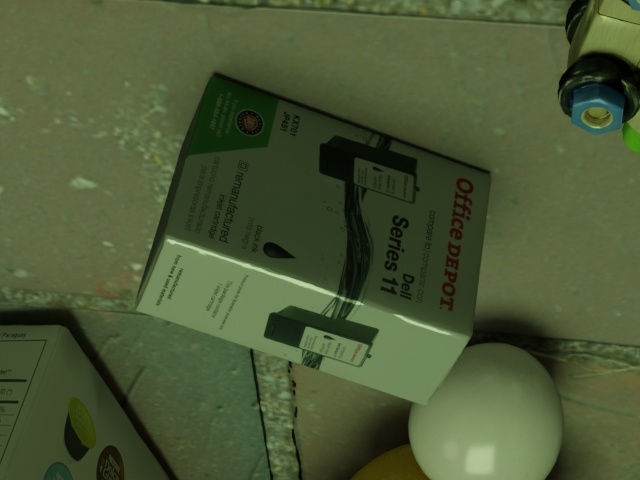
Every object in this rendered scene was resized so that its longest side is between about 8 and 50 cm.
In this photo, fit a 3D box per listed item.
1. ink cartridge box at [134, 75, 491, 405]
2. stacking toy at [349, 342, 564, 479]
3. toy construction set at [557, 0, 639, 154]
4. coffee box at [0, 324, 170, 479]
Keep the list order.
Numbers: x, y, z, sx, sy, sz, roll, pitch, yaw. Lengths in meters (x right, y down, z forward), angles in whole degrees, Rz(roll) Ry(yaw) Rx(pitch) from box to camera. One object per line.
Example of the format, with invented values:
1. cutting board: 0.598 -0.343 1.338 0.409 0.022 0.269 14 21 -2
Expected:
1. ink cartridge box: 0.000 0.000 1.104 0.208 0.153 0.087 19 139 -9
2. stacking toy: 0.104 0.280 1.357 0.350 0.351 0.480 14 122 -2
3. toy construction set: 0.254 -0.112 0.923 0.215 0.151 0.328 13 130 -2
4. coffee box: -0.340 0.297 1.399 0.338 0.334 0.338 -3 139 20
